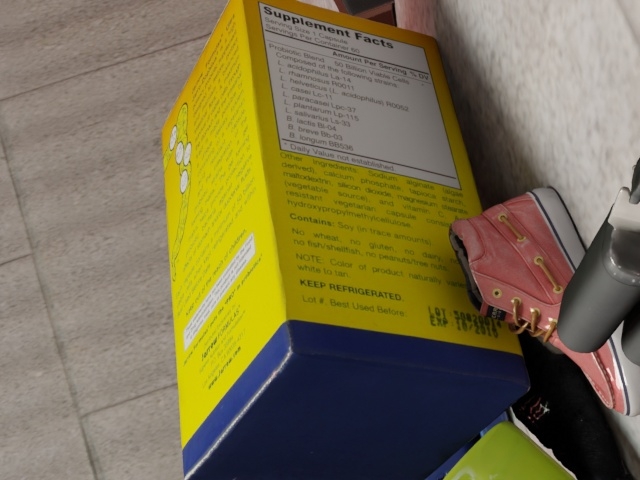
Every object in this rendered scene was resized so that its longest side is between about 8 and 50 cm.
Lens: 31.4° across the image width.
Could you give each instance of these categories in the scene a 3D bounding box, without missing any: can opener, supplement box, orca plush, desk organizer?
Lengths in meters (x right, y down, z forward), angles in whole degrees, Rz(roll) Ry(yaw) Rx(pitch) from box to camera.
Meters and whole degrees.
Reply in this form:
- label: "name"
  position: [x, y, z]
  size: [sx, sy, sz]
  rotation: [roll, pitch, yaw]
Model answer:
- label: "can opener"
  position: [0.168, -0.008, 0.527]
  size: [0.280, 0.074, 0.093]
  rotation: [85, -160, -67]
- label: "supplement box"
  position: [0.000, 0.000, 0.915]
  size: [0.195, 0.194, 0.357]
  rotation: [-52, 36, 43]
- label: "orca plush"
  position: [0.148, 0.107, 0.926]
  size: [0.151, 0.102, 0.287]
  rotation: [84, 167, -71]
- label: "desk organizer"
  position: [0.035, -0.259, 1.168]
  size: [0.050, 0.047, 0.130]
  rotation: [73, 176, -53]

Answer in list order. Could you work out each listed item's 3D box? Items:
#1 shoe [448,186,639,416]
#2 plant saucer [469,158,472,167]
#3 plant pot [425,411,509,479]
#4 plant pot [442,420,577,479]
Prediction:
- label: "shoe"
  position: [0.151, 0.048, 0.773]
  size: [0.063, 0.081, 0.178]
  rotation: [78, 172, -60]
- label: "plant saucer"
  position: [0.063, 0.020, 1.145]
  size: [0.258, 0.047, 0.259]
  rotation: [-124, 49, -74]
- label: "plant pot"
  position: [0.098, 0.218, 1.310]
  size: [0.236, 0.212, 0.236]
  rotation: [-121, 12, -70]
- label: "plant pot"
  position: [0.138, 0.310, 0.830]
  size: [0.227, 0.207, 0.228]
  rotation: [43, 162, 32]
